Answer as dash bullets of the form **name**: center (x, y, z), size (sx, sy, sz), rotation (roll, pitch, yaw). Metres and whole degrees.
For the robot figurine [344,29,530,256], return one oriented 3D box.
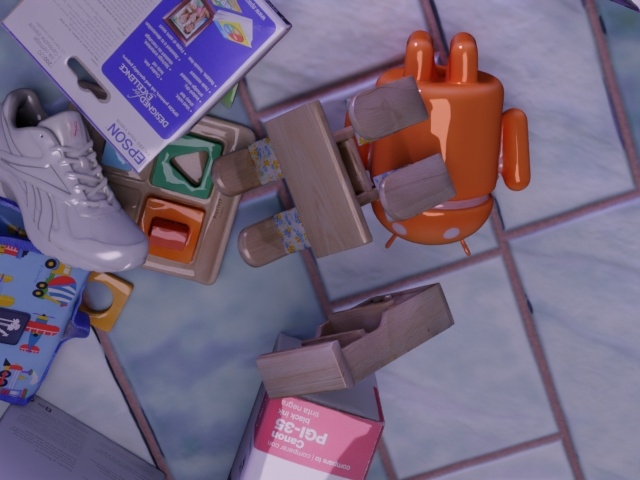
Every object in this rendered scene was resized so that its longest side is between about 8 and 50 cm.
- **robot figurine**: center (0.114, -0.090, 1.095), size (0.158, 0.128, 0.219), rotation (-10, 114, -32)

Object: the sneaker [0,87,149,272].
- **sneaker**: center (-0.248, -0.063, 1.080), size (0.232, 0.090, 0.115), rotation (39, 121, 18)

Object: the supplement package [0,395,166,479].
- **supplement package**: center (-0.314, 0.334, 1.182), size (0.199, 0.263, 0.198), rotation (34, 107, -10)

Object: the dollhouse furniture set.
- **dollhouse furniture set**: center (0.000, 0.000, 1.029), size (0.212, 0.161, 0.242), rotation (-17, 96, 47)

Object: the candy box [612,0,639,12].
- **candy box**: center (0.211, -0.292, 1.001), size (0.196, 0.165, 0.070), rotation (32, 105, -9)

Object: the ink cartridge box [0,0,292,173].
- **ink cartridge box**: center (-0.168, -0.207, 1.078), size (0.208, 0.045, 0.206), rotation (-42, 89, 14)

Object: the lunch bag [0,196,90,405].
- **lunch bag**: center (-0.381, 0.048, 1.160), size (0.293, 0.138, 0.221), rotation (19, 119, -17)

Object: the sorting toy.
- **sorting toy**: center (-0.182, -0.051, 1.156), size (0.196, 0.047, 0.348), rotation (16, 109, -5)

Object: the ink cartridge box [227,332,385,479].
- **ink cartridge box**: center (-0.037, 0.266, 1.161), size (0.117, 0.207, 0.283), rotation (19, 99, -5)
